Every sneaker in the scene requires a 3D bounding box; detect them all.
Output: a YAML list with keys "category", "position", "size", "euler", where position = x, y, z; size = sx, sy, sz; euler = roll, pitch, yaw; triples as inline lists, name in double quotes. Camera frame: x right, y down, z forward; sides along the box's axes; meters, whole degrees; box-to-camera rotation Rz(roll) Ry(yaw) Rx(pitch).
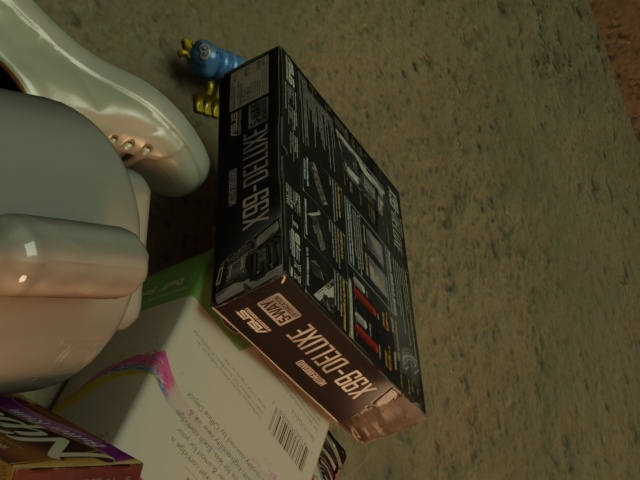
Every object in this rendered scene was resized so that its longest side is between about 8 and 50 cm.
- category: "sneaker"
  position: [-0.223, -0.100, 0.969]
  size: [0.290, 0.106, 0.123]
  euler: [37, 50, -29]
- category: "sneaker"
  position: [-0.005, 0.236, 1.134]
  size: [0.075, 0.063, 0.170]
  euler: [10, 59, -49]

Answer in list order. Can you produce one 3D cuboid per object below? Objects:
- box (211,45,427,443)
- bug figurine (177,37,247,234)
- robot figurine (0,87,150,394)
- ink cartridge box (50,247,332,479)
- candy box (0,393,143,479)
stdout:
- category: "box"
  position: [0.000, 0.000, 1.081]
  size: [0.242, 0.076, 0.307]
  euler: [47, 27, -39]
- category: "bug figurine"
  position: [-0.060, -0.093, 1.236]
  size: [0.216, 0.072, 0.279]
  euler: [6, 67, -56]
- category: "robot figurine"
  position: [-0.248, -0.001, 0.683]
  size: [0.353, 0.300, 0.200]
  euler: [4, 88, -60]
- category: "ink cartridge box"
  position: [-0.124, 0.200, 0.915]
  size: [0.207, 0.119, 0.353]
  euler: [55, 33, -24]
- category: "candy box"
  position: [-0.220, 0.134, 0.744]
  size: [0.109, 0.186, 0.053]
  euler: [14, 93, -54]
